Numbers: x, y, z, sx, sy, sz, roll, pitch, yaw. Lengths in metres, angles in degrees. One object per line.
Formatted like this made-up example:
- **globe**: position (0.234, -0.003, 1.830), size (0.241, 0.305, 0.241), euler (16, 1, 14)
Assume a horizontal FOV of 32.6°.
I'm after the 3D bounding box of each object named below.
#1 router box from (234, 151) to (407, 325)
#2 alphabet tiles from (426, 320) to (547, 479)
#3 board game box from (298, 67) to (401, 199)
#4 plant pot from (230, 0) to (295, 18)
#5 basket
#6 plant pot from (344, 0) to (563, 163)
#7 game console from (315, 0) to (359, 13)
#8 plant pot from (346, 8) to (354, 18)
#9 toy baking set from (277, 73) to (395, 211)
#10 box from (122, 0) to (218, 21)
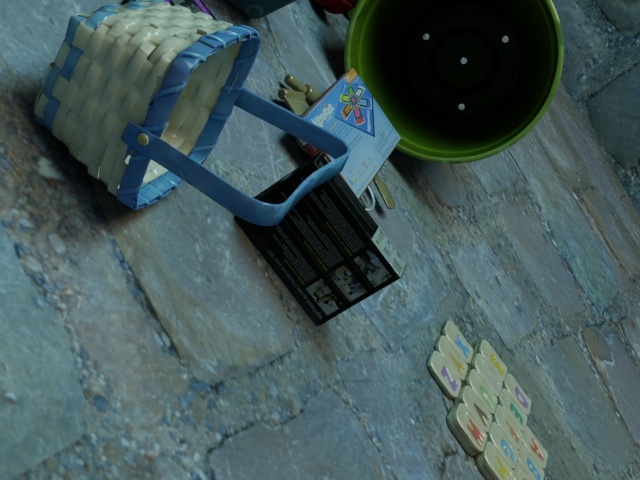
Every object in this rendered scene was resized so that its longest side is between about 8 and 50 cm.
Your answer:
- **router box**: position (0.000, 0.000, 1.349), size (0.179, 0.133, 0.046), euler (53, 26, -10)
- **alphabet tiles**: position (0.260, 0.258, 1.657), size (0.278, 0.021, 0.284), euler (55, 25, -6)
- **board game box**: position (0.045, -0.165, 1.683), size (0.145, 0.027, 0.281), euler (56, 27, -11)
- **plant pot**: position (-0.084, -0.491, 1.666), size (0.248, 0.247, 0.252), euler (34, 52, -41)
- **basket**: position (-0.125, -0.128, 1.154), size (0.289, 0.201, 0.255), euler (28, 24, 10)
- **plant pot**: position (0.251, -0.332, 2.004), size (0.366, 0.367, 0.353), euler (57, 12, 0)
- **game console**: position (0.076, -0.636, 1.987), size (0.060, 0.342, 0.386), euler (19, 45, -48)
- **plant pot**: position (0.127, -0.554, 2.136), size (0.207, 0.228, 0.227), euler (-5, 65, -54)
- **toy baking set**: position (0.020, -0.142, 1.685), size (0.256, 0.030, 0.196), euler (30, 39, -44)
- **box**: position (-0.192, -0.297, 1.473), size (0.116, 0.029, 0.162), euler (52, 24, -9)
